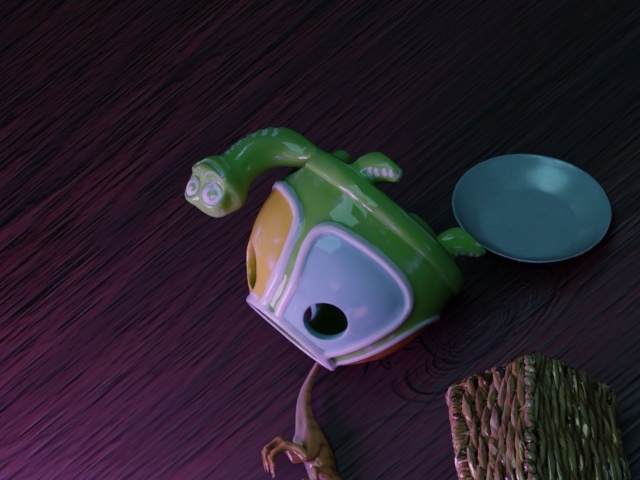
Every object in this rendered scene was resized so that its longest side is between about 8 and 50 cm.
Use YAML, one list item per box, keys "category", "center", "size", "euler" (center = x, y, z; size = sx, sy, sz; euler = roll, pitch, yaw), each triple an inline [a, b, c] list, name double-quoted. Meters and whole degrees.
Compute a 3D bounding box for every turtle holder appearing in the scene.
- category: "turtle holder"
  center: [0.013, 0.009, 1.774]
  size: [0.227, 0.320, 0.243]
  euler: [-50, 37, -5]

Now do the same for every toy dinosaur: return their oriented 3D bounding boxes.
- category: "toy dinosaur"
  center: [-0.016, 0.247, 1.826]
  size: [0.112, 0.064, 0.211]
  euler: [-13, 65, -12]

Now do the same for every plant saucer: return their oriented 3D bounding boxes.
- category: "plant saucer"
  center: [0.257, -0.030, 1.829]
  size: [0.195, 0.037, 0.195]
  euler: [1, 44, -1]

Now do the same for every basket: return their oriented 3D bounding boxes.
- category: "basket"
  center: [0.196, 0.295, 1.588]
  size: [0.223, 0.213, 0.299]
  euler: [-25, 57, 33]
